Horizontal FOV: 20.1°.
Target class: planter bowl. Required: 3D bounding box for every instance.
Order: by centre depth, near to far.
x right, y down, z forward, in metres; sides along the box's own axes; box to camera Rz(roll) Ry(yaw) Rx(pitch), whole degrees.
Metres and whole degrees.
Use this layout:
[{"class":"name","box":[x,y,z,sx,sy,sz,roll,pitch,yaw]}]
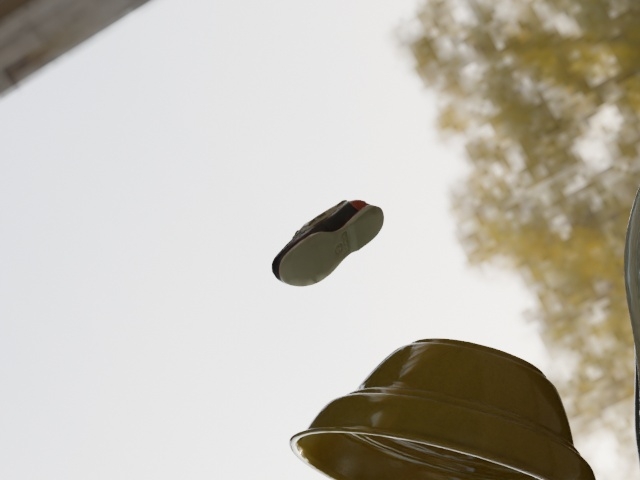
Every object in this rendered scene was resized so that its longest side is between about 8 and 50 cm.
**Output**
[{"class":"planter bowl","box":[0.095,0.123,1.205,0.217,0.217,0.090,39,-119,-49]}]

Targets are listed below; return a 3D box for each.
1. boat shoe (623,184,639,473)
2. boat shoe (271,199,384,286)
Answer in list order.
[{"class":"boat shoe","box":[0.283,0.049,1.348,0.099,0.116,0.320,-40,-48,-79]},{"class":"boat shoe","box":[0.000,0.000,1.626,0.137,0.043,0.049,-33,-50,-39]}]
